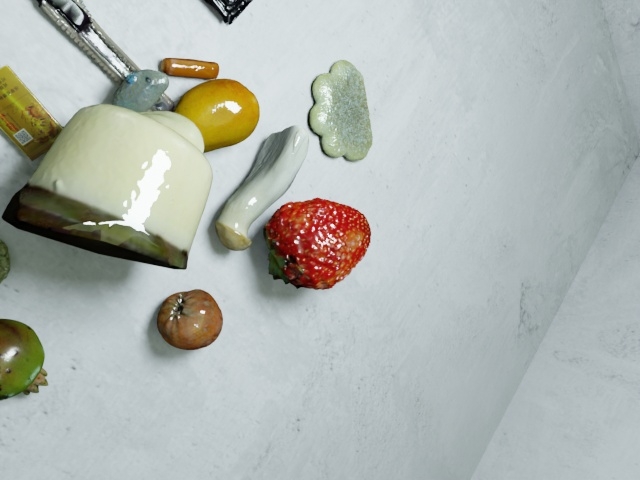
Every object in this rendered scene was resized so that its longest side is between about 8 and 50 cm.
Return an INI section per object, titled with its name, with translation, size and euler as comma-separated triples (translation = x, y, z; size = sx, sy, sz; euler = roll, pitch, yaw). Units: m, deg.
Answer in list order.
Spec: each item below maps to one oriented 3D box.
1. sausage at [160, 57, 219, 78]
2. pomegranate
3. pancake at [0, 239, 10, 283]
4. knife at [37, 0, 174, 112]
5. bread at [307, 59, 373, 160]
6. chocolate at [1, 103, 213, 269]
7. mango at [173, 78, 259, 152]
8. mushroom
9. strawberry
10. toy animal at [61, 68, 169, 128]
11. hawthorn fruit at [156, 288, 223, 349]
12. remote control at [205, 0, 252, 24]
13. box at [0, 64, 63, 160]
[sausage]
translation = -0.293, -0.387, 1.088
size = 0.131, 0.041, 0.039
euler = -10, 125, -36
[pomegranate]
translation = -0.596, 0.234, 0.907
size = 0.159, 0.159, 0.205
euler = -48, 148, -21
[pancake]
translation = -0.647, 0.042, 0.903
size = 0.116, 0.022, 0.130
euler = 15, 89, -41
[knife]
translation = -0.432, -0.392, 0.979
size = 0.089, 0.043, 0.365
euler = -50, 125, -14
[bread]
translation = 0.055, -0.350, 1.357
size = 0.207, 0.056, 0.287
euler = -28, 113, -33
[chocolate]
translation = -0.377, -0.115, 0.918
size = 0.325, 0.314, 0.297
euler = 17, 79, -36
[mango]
translation = -0.243, -0.283, 1.096
size = 0.221, 0.120, 0.152
euler = -22, 112, -25
[mushroom]
translation = -0.148, -0.128, 1.180
size = 0.122, 0.159, 0.329
euler = 32, 79, 4
[strawberry]
translation = 0.000, 0.000, 1.246
size = 0.288, 0.250, 0.239
euler = -18, 112, -17
[toy animal]
translation = -0.422, -0.273, 0.984
size = 0.252, 0.070, 0.079
euler = -28, 103, -3
[hawthorn fruit]
translation = -0.287, 0.199, 1.132
size = 0.189, 0.149, 0.149
euler = 47, 70, -29
[remote control]
translation = -0.294, -0.658, 1.025
size = 0.399, 0.062, 0.145
euler = 45, 71, -34
[box]
translation = -0.563, -0.237, 0.907
size = 0.089, 0.022, 0.156
euler = -40, 120, -8
